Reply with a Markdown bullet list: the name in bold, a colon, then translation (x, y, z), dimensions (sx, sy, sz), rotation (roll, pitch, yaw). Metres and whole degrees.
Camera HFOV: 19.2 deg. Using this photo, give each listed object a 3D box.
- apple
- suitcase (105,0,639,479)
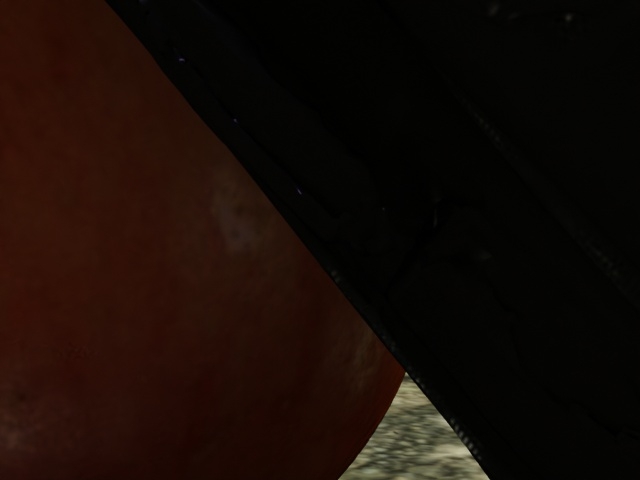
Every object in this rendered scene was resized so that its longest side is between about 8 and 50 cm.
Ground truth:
- **apple**: translation (-0.136, -0.052, 0.694), dimensions (0.364, 0.364, 0.364), rotation (3, 7, 0)
- **suitcase**: translation (0.071, -0.118, 0.507), dimensions (0.339, 0.345, 0.188), rotation (-30, -13, -48)
